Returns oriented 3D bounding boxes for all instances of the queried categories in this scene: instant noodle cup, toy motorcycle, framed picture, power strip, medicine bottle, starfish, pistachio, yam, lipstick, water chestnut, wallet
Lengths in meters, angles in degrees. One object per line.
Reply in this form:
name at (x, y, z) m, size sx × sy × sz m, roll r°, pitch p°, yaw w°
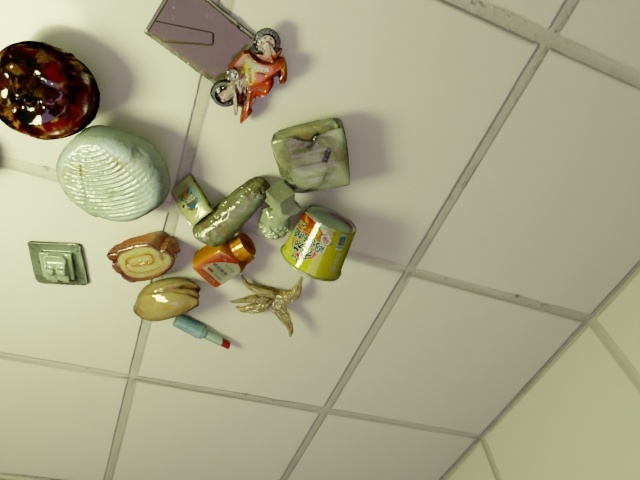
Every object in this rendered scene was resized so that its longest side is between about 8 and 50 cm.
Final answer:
instant noodle cup at (0.000, 0.000, 1.787) m, size 0.264 × 0.264 × 0.200 m, roll 18°, pitch 113°, yaw -17°
toy motorcycle at (-0.209, -0.511, 1.494) m, size 0.298 × 0.089 × 0.171 m, roll -41°, pitch 130°, yaw 23°
framed picture at (-0.361, -0.623, 1.449) m, size 0.281 × 0.019 × 0.209 m, roll 34°, pitch 115°, yaw -25°
power strip at (-1.027, 0.104, 1.860) m, size 0.198 × 0.065 × 0.213 m, roll 1°, pitch 124°, yaw -9°
medicine bottle at (-0.371, 0.067, 1.868) m, size 0.222 × 0.112 × 0.149 m, roll -31°, pitch 123°, yaw 16°
starfish at (-0.240, 0.265, 2.039) m, size 0.293 × 0.084 × 0.302 m, roll 8°, pitch 120°, yaw -6°
pistachio at (-0.628, 0.242, 1.939) m, size 0.292 × 0.162 × 0.181 m, roll -18°, pitch 151°, yaw 7°
yam at (-0.314, -0.110, 1.749) m, size 0.330 × 0.133 × 0.133 m, roll -41°, pitch 119°, yaw 14°
lipstick at (-0.519, 0.410, 2.118) m, size 0.274 × 0.068 × 0.061 m, roll 33°, pitch 112°, yaw -23°
water chestnut at (-0.807, -0.430, 1.374) m, size 0.299 × 0.300 × 0.300 m, roll -3°, pitch 125°, yaw -4°
wallet at (-0.463, -0.140, 1.713) m, size 0.110 × 0.039 × 0.155 m, roll -35°, pitch 83°, yaw 18°

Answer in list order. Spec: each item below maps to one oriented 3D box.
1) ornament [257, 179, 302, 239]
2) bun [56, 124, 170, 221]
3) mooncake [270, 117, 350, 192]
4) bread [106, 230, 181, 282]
ornament at (-0.144, -0.101, 1.716) m, size 0.120 × 0.130 × 0.285 m, roll -30°, pitch 168°, yaw -30°
bun at (-0.679, -0.230, 1.584) m, size 0.354 × 0.194 × 0.355 m, roll -3°, pitch 128°, yaw -3°
mooncake at (-0.027, -0.287, 1.644) m, size 0.250 × 0.136 × 0.255 m, roll -9°, pitch 123°, yaw 5°
bread at (-0.657, 0.060, 1.831) m, size 0.244 × 0.123 × 0.190 m, roll -15°, pitch 126°, yaw 5°
